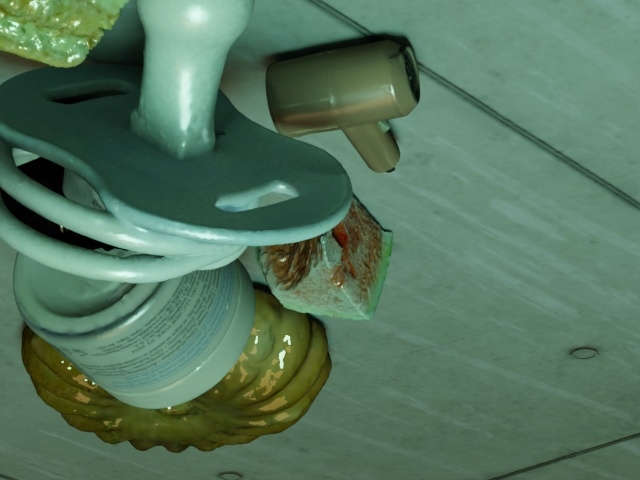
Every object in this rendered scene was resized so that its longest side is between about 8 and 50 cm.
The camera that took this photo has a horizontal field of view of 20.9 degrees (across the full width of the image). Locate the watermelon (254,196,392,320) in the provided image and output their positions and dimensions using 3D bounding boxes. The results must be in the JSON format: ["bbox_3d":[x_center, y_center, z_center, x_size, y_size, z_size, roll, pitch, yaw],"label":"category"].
[{"bbox_3d":[0.019,0.009,1.579,0.121,0.098,0.158,11,146,-17],"label":"watermelon"}]

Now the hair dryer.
[{"bbox_3d":[0.037,-0.100,1.424,0.117,0.064,0.181,-9,157,16],"label":"hair dryer"}]

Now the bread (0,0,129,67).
[{"bbox_3d":[-0.224,-0.198,1.119,0.196,0.138,0.102,15,119,-43],"label":"bread"}]

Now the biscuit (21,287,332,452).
[{"bbox_3d":[-0.150,0.140,1.819,0.326,0.107,0.325,-1,153,-1],"label":"biscuit"}]

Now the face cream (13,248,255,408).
[{"bbox_3d":[-0.166,0.043,1.560,0.177,0.177,0.153,-10,147,21],"label":"face cream"}]

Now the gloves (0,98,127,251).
[{"bbox_3d":[-0.198,-0.052,1.441,0.203,0.124,0.164,-4,125,39],"label":"gloves"}]

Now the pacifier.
[{"bbox_3d":[-0.113,-0.108,1.263,0.244,0.299,0.233,-12,124,-48],"label":"pacifier"}]
